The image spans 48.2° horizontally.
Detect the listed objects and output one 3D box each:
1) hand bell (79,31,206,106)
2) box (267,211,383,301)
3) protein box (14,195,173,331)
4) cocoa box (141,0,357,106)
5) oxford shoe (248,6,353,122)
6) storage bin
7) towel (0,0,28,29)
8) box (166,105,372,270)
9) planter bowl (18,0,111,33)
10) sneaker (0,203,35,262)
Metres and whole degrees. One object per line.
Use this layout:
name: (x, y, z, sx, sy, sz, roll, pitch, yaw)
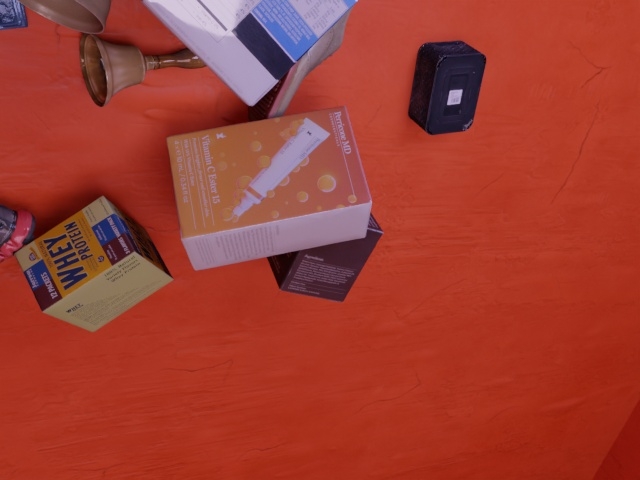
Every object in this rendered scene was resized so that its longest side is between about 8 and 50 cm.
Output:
hand bell: (-0.286, -0.318, 1.269, 0.242, 0.126, 0.126, -17, 131, -31)
box: (0.000, 0.000, 1.578, 0.167, 0.168, 0.203, 14, 119, -28)
protein box: (-0.429, 0.051, 1.376, 0.200, 0.136, 0.201, -33, 160, -2)
cocoa box: (-0.149, -0.413, 1.088, 0.228, 0.347, 0.231, -43, 131, 6)
oxford shoe: (-0.025, -0.352, 1.353, 0.130, 0.123, 0.348, 10, 120, -40)
storage bin: (0.272, -0.330, 1.546, 0.122, 0.084, 0.180, -10, 126, -21)
towel: (-0.534, -0.365, 1.136, 0.119, 0.029, 0.067, -13, 127, -19)
box: (-0.098, -0.098, 1.363, 0.345, 0.215, 0.168, -11, 159, -6)
planter bowl: (-0.393, -0.410, 1.106, 0.162, 0.162, 0.109, 25, 81, -38)
sneaker: (-0.659, 0.031, 1.318, 0.276, 0.097, 0.135, -46, 131, 7)
